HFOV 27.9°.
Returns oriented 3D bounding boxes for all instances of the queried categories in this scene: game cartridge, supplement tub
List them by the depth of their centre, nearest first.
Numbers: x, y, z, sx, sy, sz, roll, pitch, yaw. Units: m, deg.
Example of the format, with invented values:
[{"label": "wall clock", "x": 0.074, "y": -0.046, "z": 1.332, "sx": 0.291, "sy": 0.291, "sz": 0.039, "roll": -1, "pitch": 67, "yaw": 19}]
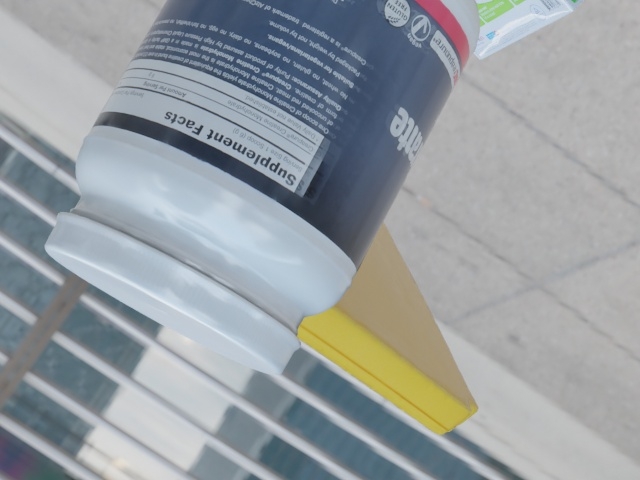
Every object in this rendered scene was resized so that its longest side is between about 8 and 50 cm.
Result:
[{"label": "supplement tub", "x": -0.035, "y": -0.072, "z": 0.825, "sx": 0.191, "sy": 0.272, "sz": 0.191, "roll": 27, "pitch": 169, "yaw": 6}, {"label": "game cartridge", "x": 0.000, "y": 0.000, "z": 1.111, "sx": 0.285, "sy": 0.053, "sz": 0.323, "roll": 39, "pitch": -160, "yaw": -45}]

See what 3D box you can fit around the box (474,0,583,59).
[{"label": "box", "x": 0.200, "y": -0.357, "z": 1.517, "sx": 0.231, "sy": 0.127, "sz": 0.262, "roll": 47, "pitch": 165, "yaw": -7}]
